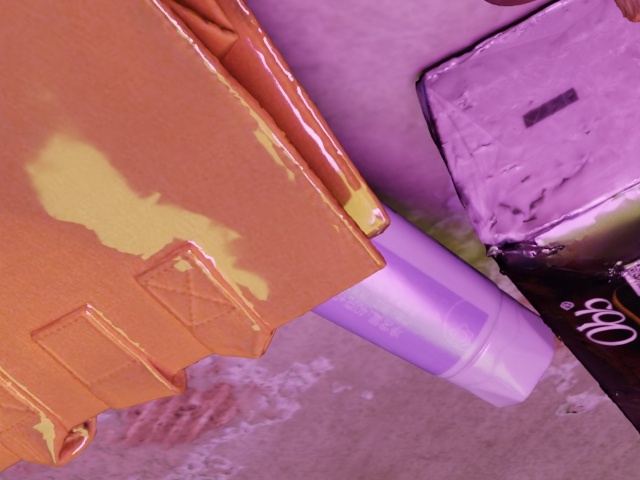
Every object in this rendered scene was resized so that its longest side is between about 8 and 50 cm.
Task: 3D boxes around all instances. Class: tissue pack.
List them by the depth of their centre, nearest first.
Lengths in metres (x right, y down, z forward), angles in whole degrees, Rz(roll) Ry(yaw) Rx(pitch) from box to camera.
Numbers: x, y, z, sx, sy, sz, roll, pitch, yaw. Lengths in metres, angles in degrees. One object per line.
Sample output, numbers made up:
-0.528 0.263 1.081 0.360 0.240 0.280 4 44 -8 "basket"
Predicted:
0.247 -0.006 0.841 0.210 0.198 0.370 -24 140 19 "tissue pack"

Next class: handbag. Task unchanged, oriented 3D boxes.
-0.185 -0.001 0.731 0.401 0.133 0.283 -30 112 21 "handbag"

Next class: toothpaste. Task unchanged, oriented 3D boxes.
0.000 0.000 0.802 0.371 0.080 0.125 31 109 -16 "toothpaste"

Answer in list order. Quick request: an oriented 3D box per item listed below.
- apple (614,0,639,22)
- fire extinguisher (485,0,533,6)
0.152 -0.259 0.462 0.252 0.314 0.309 2 129 54 "apple"
0.073 -0.248 0.622 0.075 0.106 0.252 10 156 39 "fire extinguisher"
